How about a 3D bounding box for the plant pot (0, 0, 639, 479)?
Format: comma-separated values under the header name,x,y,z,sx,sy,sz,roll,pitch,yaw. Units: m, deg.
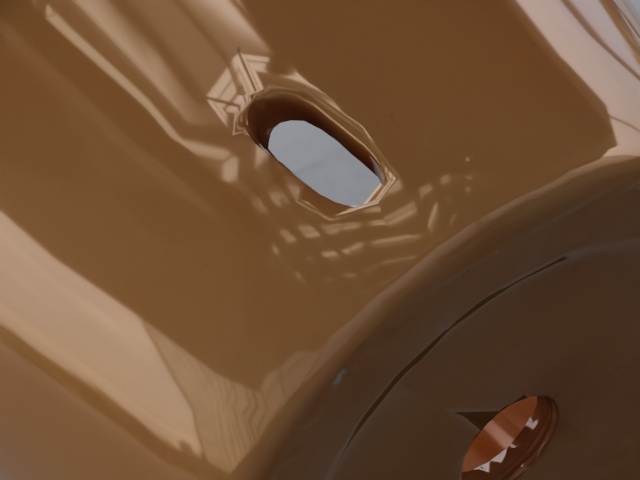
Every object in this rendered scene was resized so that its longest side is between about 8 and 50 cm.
name,x,y,z,sx,sy,sz,roll,pitch,yaw
plant pot,0.000,0.000,0.545,0.291,0.291,0.203,-29,51,-20
